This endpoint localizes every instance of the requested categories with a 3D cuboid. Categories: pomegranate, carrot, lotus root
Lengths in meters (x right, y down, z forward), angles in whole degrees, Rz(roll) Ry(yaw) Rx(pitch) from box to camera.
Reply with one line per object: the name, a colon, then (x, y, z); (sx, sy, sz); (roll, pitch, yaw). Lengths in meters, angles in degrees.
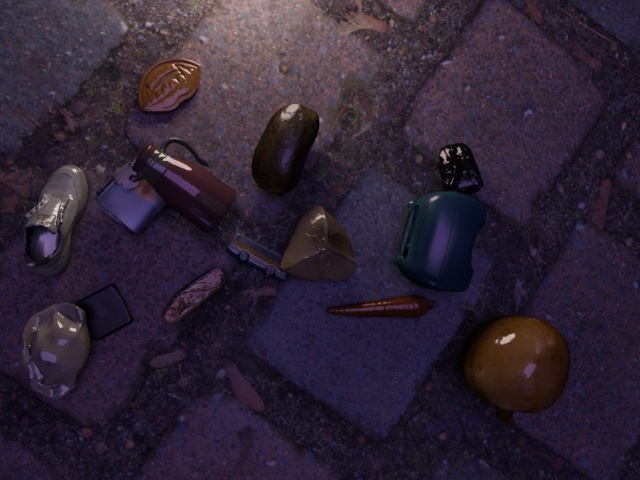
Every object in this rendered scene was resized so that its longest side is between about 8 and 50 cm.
pomegranate: (0.551, 0.341, 1.446); (0.307, 0.307, 0.307); (1, 85, -8)
carrot: (0.184, 0.204, 1.523); (0.336, 0.069, 0.069); (-4, 86, -5)
lotus root: (-0.105, -0.262, 1.474); (0.152, 0.160, 0.275); (21, 83, -16)

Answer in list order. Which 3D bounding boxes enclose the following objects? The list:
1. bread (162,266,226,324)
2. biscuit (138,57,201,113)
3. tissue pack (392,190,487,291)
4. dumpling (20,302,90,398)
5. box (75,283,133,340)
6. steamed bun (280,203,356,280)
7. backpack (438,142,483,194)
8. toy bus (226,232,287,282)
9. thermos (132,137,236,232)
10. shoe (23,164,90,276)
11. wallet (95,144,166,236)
bread: (-0.358, 0.153, 1.454); (0.214, 0.053, 0.073); (-40, 95, -12)
biscuit: (-0.447, -0.458, 1.507); (0.220, 0.029, 0.142); (-38, 91, -9)
tissue pack: (0.341, -0.001, 1.490); (0.206, 0.198, 0.287); (14, 88, -8)
dumpling: (-0.699, 0.289, 1.353); (0.162, 0.132, 0.250); (6, 84, -11)
box: (-0.604, 0.201, 1.430); (0.125, 0.027, 0.126); (-28, 90, -7)
steamed bun: (0.019, 0.023, 1.475); (0.212, 0.110, 0.231); (28, 70, -17)
backpack: (0.423, -0.213, 1.572); (0.120, 0.106, 0.165); (-6, 66, 5)
toy bus: (-0.178, 0.052, 1.486); (0.190, 0.064, 0.075); (27, 70, -5)
thermos: (-0.371, -0.164, 1.398); (0.265, 0.146, 0.176); (38, 67, -21)
shoe: (-0.721, -0.059, 1.370); (0.124, 0.159, 0.316); (9, 87, -6)
wallet: (-0.506, -0.144, 1.454); (0.170, 0.069, 0.231); (42, 75, -7)
